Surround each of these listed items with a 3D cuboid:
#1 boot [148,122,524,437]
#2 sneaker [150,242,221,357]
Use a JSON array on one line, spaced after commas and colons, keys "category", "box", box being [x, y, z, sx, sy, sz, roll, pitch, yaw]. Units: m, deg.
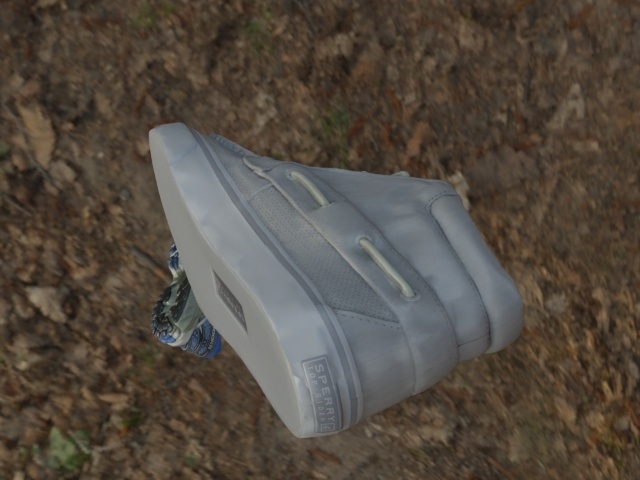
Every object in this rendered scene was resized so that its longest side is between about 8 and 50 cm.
[{"category": "boot", "box": [0.000, 0.000, 0.621, 0.123, 0.095, 0.258, -18, 36, -16]}, {"category": "sneaker", "box": [-0.081, 0.029, 0.885, 0.052, 0.058, 0.135, -20, 41, 41]}]
